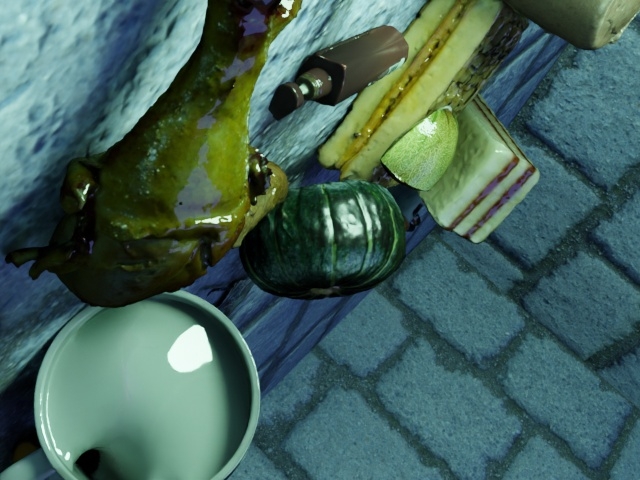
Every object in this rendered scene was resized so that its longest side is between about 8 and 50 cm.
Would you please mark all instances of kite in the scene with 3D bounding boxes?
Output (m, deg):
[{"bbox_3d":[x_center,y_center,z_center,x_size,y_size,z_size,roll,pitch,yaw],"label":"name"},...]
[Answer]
[{"bbox_3d":[-0.183,0.113,1.391,0.169,0.015,0.310,-48,172,1],"label":"kite"}]

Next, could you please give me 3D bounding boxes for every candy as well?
[{"bbox_3d":[0.256,-0.163,1.411,0.179,0.135,0.320,-50,-148,25],"label":"candy"}]

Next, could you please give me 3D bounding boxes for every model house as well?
[{"bbox_3d":[0.170,-0.093,1.659,0.291,0.184,0.253,-51,166,-11],"label":"model house"}]

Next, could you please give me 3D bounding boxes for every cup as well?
[{"bbox_3d":[-0.254,0.249,0.980,0.357,0.259,0.274,-31,165,-16],"label":"cup"}]

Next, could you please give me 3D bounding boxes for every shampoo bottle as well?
[{"bbox_3d":[0.025,-0.208,0.928,0.236,0.067,0.068,-37,155,-46],"label":"shampoo bottle"}]

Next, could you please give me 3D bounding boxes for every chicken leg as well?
[{"bbox_3d":[-0.105,-0.075,0.671,0.361,0.140,0.211,-48,162,19],"label":"chicken leg"}]

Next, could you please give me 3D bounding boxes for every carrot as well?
[{"bbox_3d":[-0.377,0.294,1.138,0.072,0.072,0.205,-51,175,16],"label":"carrot"}]

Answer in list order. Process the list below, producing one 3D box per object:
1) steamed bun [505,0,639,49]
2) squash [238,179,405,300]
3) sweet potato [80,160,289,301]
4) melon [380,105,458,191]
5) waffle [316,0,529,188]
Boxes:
[{"bbox_3d":[0.351,-0.381,1.041,0.301,0.251,0.199,-36,150,-46],"label":"steamed bun"},{"bbox_3d":[0.000,0.000,1.135,0.252,0.165,0.252,-4,167,-1],"label":"squash"},{"bbox_3d":[-0.130,-0.024,0.887,0.114,0.092,0.341,-35,-179,44],"label":"sweet potato"},{"bbox_3d":[0.168,-0.138,1.143,0.128,0.079,0.160,-52,165,30],"label":"melon"},{"bbox_3d":[0.168,-0.250,1.236,0.376,0.114,0.261,-51,166,23],"label":"waffle"}]
